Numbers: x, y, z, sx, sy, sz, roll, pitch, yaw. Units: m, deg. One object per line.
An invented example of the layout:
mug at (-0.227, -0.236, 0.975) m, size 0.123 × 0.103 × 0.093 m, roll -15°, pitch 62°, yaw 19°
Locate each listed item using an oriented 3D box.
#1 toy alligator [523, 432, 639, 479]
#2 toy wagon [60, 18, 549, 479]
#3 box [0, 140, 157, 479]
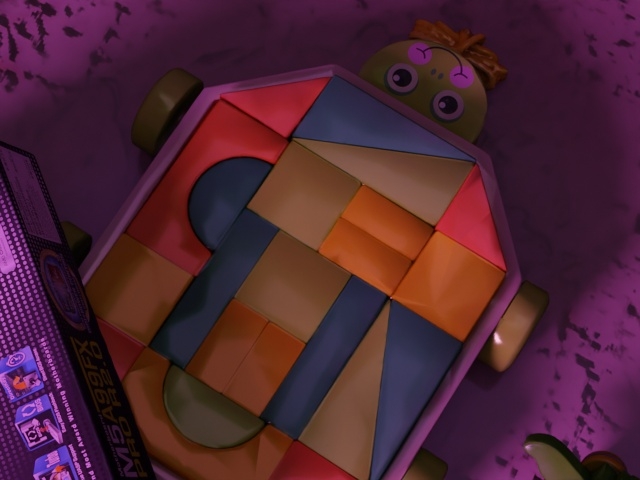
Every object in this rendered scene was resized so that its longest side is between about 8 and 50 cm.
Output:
toy alligator at (0.191, 0.174, 0.919) m, size 0.190 × 0.056 × 0.051 m, roll 30°, pitch 116°, yaw 5°
toy wagon at (0.000, 0.000, 0.950) m, size 0.267 × 0.068 × 0.344 m, roll 32°, pitch 75°, yaw 6°
box at (-0.214, 0.109, 0.877) m, size 0.216 × 0.060 × 0.270 m, roll -25°, pitch 75°, yaw 12°
